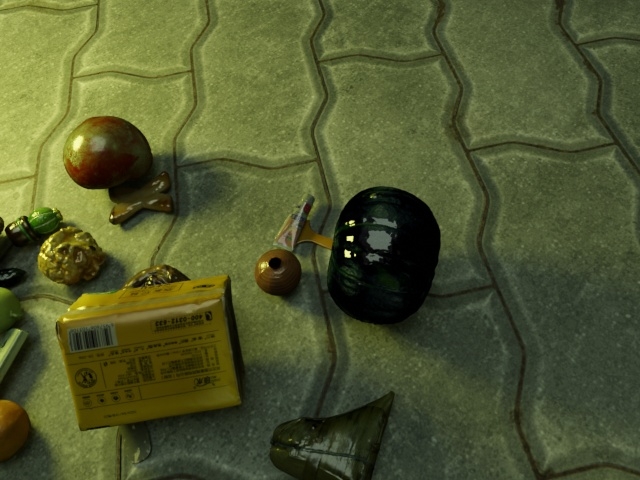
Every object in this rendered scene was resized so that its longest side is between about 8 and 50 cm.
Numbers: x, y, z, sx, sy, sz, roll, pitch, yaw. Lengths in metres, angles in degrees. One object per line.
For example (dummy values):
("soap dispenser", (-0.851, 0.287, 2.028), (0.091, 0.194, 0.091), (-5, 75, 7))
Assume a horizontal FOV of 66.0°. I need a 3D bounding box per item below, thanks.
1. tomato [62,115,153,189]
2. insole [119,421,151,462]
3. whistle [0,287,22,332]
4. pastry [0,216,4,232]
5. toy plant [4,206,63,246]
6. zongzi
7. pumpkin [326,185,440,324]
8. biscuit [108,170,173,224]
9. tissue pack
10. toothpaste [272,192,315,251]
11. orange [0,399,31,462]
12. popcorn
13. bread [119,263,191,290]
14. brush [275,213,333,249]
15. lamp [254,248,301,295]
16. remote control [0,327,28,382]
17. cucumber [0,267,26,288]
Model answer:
("tomato", (-0.689, -0.287, 1.586), (0.269, 0.223, 0.270), (-16, 15, 4))
("insole", (-0.495, 0.452, 1.275), (0.081, 0.011, 0.248), (-26, 60, -10))
("whistle", (-0.982, 0.174, 1.403), (0.293, 0.141, 0.141), (21, 63, 10))
("pastry", (-1.076, 0.002, 1.481), (0.236, 0.121, 0.257), (-46, 31, -8))
("toy plant", (-0.902, -0.048, 1.564), (0.162, 0.093, 0.093), (-31, 61, -17))
("zongzi", (0.028, 0.442, 1.176), (0.250, 0.125, 0.275), (21, 60, 8))
("pumpkin", (0.156, 0.043, 1.276), (0.265, 0.363, 0.364), (12, 59, -4))
("biscuit", (-0.591, -0.138, 1.620), (0.207, 0.047, 0.165), (-14, 60, -4))
("tissue pack", (-0.389, 0.262, 1.197), (0.381, 0.228, 0.294), (-8, 100, -2))
("toothpaste", (-0.075, -0.058, 1.522), (0.067, 0.043, 0.195), (20, 67, 16))
("orange", (-0.806, 0.478, 1.222), (0.154, 0.134, 0.155), (8, 40, -7))
("popcorn", (-0.741, 0.050, 1.468), (0.170, 0.180, 0.180), (-15, 48, 42))
("bread", (-0.463, 0.168, 1.383), (0.229, 0.123, 0.230), (-3, 56, 5))
("brush", (0.000, 0.000, 1.510), (0.272, 0.013, 0.103), (22, 63, 16))
("lamp", (-0.120, 0.090, 1.397), (0.136, 0.136, 0.137), (-2, 59, 3))
("remote control", (-0.876, 0.349, 1.331), (0.098, 0.038, 0.234), (-10, 52, 38))
("cucumber", (-1.014, 0.132, 1.480), (0.244, 0.067, 0.067), (-12, 59, -4))
